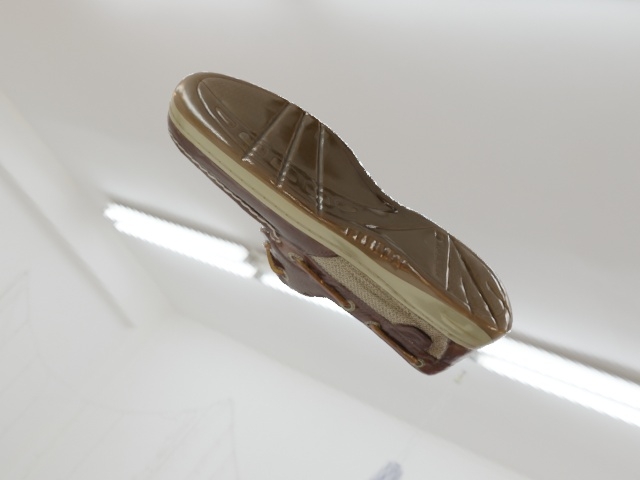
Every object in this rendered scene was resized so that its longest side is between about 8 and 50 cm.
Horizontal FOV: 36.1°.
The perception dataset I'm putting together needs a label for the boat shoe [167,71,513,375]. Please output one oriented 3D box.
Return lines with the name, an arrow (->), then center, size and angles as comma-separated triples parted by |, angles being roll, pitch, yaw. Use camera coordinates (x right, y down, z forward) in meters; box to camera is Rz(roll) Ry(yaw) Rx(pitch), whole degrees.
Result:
boat shoe -> 0.000, 0.000, 0.825 | 0.342, 0.123, 0.123 | 35, -55, -15
